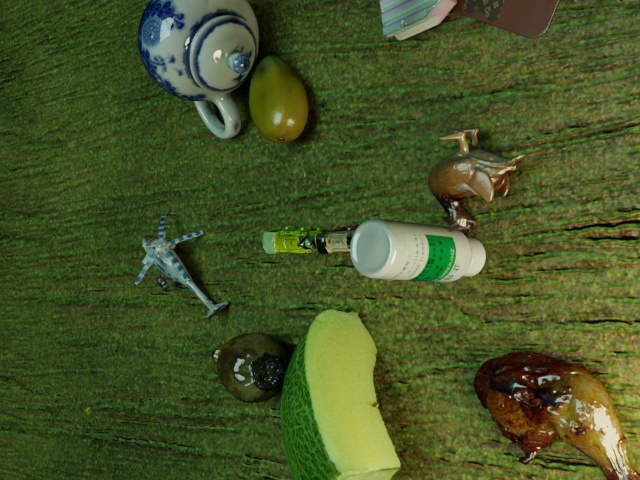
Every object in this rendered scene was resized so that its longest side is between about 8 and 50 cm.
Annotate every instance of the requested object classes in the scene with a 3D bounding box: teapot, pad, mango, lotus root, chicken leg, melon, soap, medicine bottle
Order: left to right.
[{"bbox_3d":[-0.229,-0.397,1.911,0.280,0.252,0.424,36,142,41],"label":"teapot"},{"bbox_3d":[-0.142,0.244,1.856,0.214,0.138,0.138,18,98,56],"label":"lotus root"},{"bbox_3d":[-0.086,-0.281,1.875,0.130,0.092,0.195,-29,62,40],"label":"mango"},{"bbox_3d":[0.027,0.302,1.662,0.226,0.331,0.343,-24,56,0],"label":"melon"},{"bbox_3d":[0.174,-0.425,1.658,0.149,0.056,0.100,-16,79,45],"label":"soap"},{"bbox_3d":[0.162,0.019,1.490,0.095,0.260,0.095,-3,86,44],"label":"medicine bottle"},{"bbox_3d":[0.303,-0.454,1.581,0.267,0.004,0.181,33,108,41],"label":"pad"},{"bbox_3d":[0.357,0.271,1.413,0.322,0.083,0.177,14,104,45],"label":"chicken leg"}]

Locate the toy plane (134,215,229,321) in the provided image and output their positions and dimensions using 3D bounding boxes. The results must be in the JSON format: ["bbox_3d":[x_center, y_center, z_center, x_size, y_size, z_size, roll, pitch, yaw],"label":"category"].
[{"bbox_3d":[-0.297,0.071,2.068,0.273,0.107,0.182,27,63,16],"label":"toy plane"}]

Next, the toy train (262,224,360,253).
[{"bbox_3d":[0.000,0.000,1.771,0.249,0.085,0.053,0,103,43],"label":"toy train"}]

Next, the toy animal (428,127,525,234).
[{"bbox_3d":[0.256,-0.094,1.542,0.188,0.089,0.179,0,103,43],"label":"toy animal"}]
